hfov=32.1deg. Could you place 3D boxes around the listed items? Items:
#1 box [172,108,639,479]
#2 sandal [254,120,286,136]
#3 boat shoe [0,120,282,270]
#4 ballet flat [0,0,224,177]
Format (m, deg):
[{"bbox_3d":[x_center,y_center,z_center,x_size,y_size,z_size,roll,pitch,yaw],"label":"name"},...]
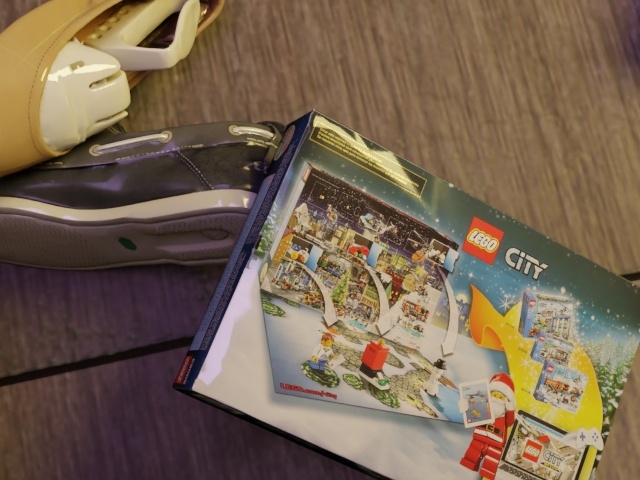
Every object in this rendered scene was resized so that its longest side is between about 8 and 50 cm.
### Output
[{"bbox_3d":[0.058,0.054,0.608,0.233,0.044,0.159,27,75,-16],"label":"box"},{"bbox_3d":[0.000,0.000,0.679,0.067,0.040,0.179,-27,60,-10],"label":"sandal"},{"bbox_3d":[-0.133,-0.029,0.665,0.233,0.084,0.079,-3,63,11],"label":"boat shoe"},{"bbox_3d":[-0.127,-0.107,0.641,0.073,0.080,0.232,14,43,17],"label":"ballet flat"}]
